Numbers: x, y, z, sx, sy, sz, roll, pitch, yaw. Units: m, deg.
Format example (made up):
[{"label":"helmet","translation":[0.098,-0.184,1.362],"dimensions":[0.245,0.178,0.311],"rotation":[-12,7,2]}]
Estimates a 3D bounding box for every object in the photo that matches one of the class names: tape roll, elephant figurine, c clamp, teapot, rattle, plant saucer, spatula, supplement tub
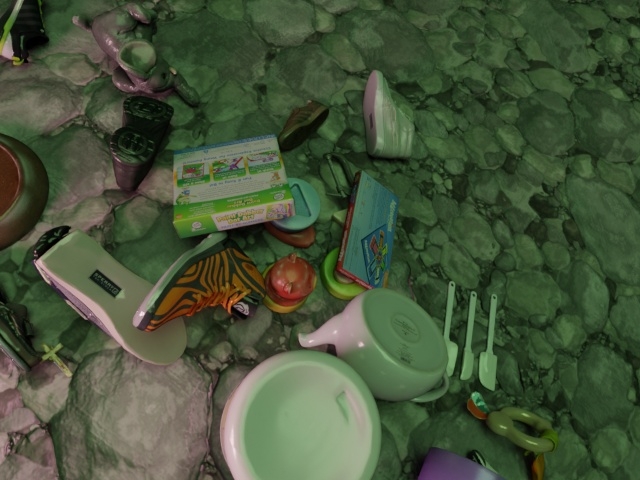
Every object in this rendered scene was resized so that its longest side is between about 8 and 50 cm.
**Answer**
[{"label":"tape roll","translation":[0.289,0.491,0.881],"dimensions":[0.189,0.189,0.080],"rotation":[31,64,-1]},{"label":"elephant figurine","translation":[-0.435,-0.431,1.091],"dimensions":[0.185,0.169,0.240],"rotation":[-18,90,9]},{"label":"c clamp","translation":[0.047,-0.168,1.135],"dimensions":[0.137,0.022,0.161],"rotation":[13,51,-43]},{"label":"teapot","translation":[0.131,0.240,0.950],"dimensions":[0.252,0.187,0.256],"rotation":[-6,50,-45]},{"label":"rattle","translation":[0.416,0.446,1.020],"dimensions":[0.199,0.143,0.130],"rotation":[11,33,6]},{"label":"plant saucer","translation":[-0.743,-0.110,0.931],"dimensions":[0.310,0.050,0.311],"rotation":[5,68,-13]},{"label":"spatula","translation":[0.363,0.224,1.100],"dimensions":[0.168,0.019,0.242],"rotation":[18,66,-6]},{"label":"supplement tub","translation":[-0.053,0.326,0.781],"dimensions":[0.235,0.325,0.236],"rotation":[5,68,-13]}]

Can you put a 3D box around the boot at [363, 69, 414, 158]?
[{"label":"boot","translation":[0.193,-0.345,1.253],"dimensions":[0.123,0.095,0.259],"rotation":[5,76,-19]}]

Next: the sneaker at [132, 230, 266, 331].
[{"label":"sneaker","translation":[-0.208,0.102,0.885],"dimensions":[0.180,0.124,0.321],"rotation":[42,33,-5]}]

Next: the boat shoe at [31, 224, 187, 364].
[{"label":"boat shoe","translation":[-0.418,0.113,0.897],"dimensions":[0.127,0.158,0.341],"rotation":[-49,115,-31]}]

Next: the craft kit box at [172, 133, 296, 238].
[{"label":"craft kit box","translation":[-0.198,-0.131,1.001],"dimensions":[0.249,0.061,0.247],"rotation":[-11,45,-6]}]

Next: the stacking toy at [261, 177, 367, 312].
[{"label":"stacking toy","translation":[0.000,0.000,1.034],"dimensions":[0.279,0.130,0.309],"rotation":[1,69,-14]}]

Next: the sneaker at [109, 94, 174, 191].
[{"label":"sneaker","translation":[-0.417,-0.229,1.031],"dimensions":[0.109,0.130,0.286],"rotation":[18,43,-14]}]

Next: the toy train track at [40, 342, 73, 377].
[{"label":"toy train track","translation":[-0.512,0.233,0.873],"dimensions":[0.083,0.014,0.048],"rotation":[48,58,1]}]

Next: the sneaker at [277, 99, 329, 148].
[{"label":"sneaker","translation":[-0.059,-0.308,1.188],"dimensions":[0.071,0.066,0.188],"rotation":[36,58,20]}]

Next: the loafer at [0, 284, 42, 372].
[{"label":"loafer","translation":[-0.606,0.127,0.849],"dimensions":[0.267,0.096,0.084],"rotation":[44,56,8]}]

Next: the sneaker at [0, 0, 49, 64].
[{"label":"sneaker","translation":[-0.713,-0.523,1.100],"dimensions":[0.097,0.084,0.235],"rotation":[27,63,-30]}]

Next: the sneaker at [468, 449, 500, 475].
[{"label":"sneaker","translation":[0.363,0.507,0.981],"dimensions":[0.043,0.040,0.109],"rotation":[-20,78,-38]}]

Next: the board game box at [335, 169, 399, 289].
[{"label":"board game box","translation":[0.120,-0.023,1.085],"dimensions":[0.145,0.027,0.282],"rotation":[31,55,-28]}]
